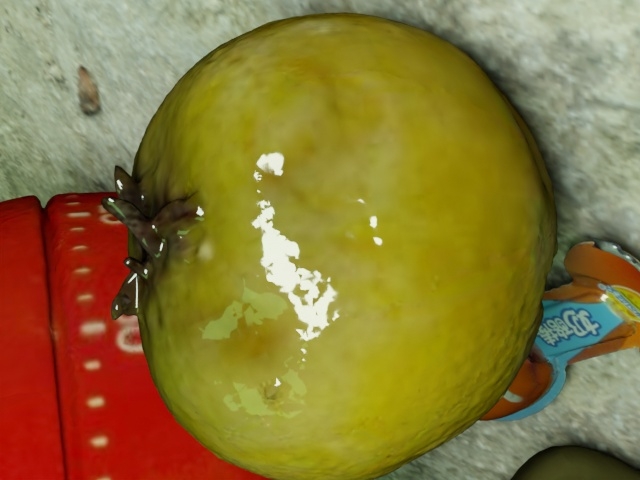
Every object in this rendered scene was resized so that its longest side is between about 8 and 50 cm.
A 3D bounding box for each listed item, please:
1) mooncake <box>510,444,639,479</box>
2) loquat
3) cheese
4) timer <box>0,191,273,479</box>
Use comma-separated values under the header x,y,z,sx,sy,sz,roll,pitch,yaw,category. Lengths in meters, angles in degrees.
x,y,z,sx,sy,sz,roll,pitch,yaw,category
0.102,0.297,0.837,0.200,0.378,0.378,38,152,9,mooncake
0.000,0.005,0.685,0.213,0.213,0.213,28,150,18,loquat
0.106,0.054,0.812,0.106,0.037,0.256,43,152,-11,cheese
-0.137,0.160,0.880,0.279,0.378,0.378,-4,153,-13,timer
